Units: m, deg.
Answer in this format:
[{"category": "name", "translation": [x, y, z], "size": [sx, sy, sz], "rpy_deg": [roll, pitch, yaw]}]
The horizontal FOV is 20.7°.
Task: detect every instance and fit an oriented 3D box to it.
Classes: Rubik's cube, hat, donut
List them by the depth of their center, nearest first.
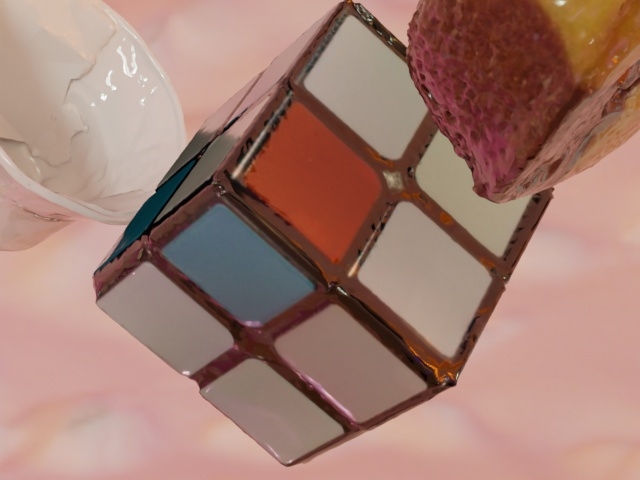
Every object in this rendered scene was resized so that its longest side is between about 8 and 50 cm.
[{"category": "donut", "translation": [0.099, -0.087, 0.581], "size": [0.166, 0.073, 0.184], "rpy_deg": [-50, 169, 33]}, {"category": "Rubik's cube", "translation": [0.000, 0.000, 1.039], "size": [0.180, 0.183, 0.167], "rpy_deg": [43, 139, -10]}, {"category": "hat", "translation": [-0.197, -0.069, 1.155], "size": [0.203, 0.203, 0.126], "rpy_deg": [21, 134, -35]}]
